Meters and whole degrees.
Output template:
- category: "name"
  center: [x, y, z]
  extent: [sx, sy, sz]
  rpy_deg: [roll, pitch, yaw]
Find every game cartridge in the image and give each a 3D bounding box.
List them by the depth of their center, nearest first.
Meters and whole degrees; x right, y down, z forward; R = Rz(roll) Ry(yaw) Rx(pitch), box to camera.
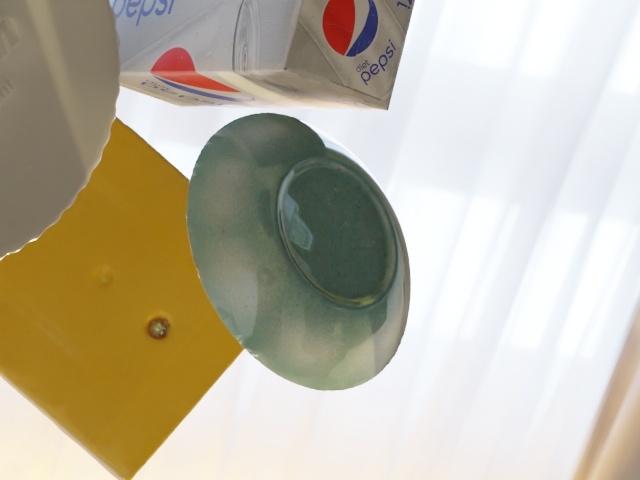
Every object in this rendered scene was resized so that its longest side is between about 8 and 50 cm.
- category: "game cartridge"
  center: [-0.229, 0.042, 1.768]
  extent: [0.324, 0.053, 0.285]
  rpy_deg: [42, -105, -2]

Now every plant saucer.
- category: "plant saucer"
  center: [0.000, 0.000, 1.109]
  extent: [0.195, 0.037, 0.195]
  rpy_deg: [21, -124, -35]

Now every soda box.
- category: "soda box"
  center: [-0.057, -0.150, 1.213]
  extent: [0.091, 0.098, 0.286]
  rpy_deg: [18, 175, -34]

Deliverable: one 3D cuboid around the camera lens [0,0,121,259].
- category: "camera lens"
  center: [-0.271, -0.108, 0.947]
  extent: [0.219, 0.219, 0.274]
  rpy_deg: [-14, -157, -41]
